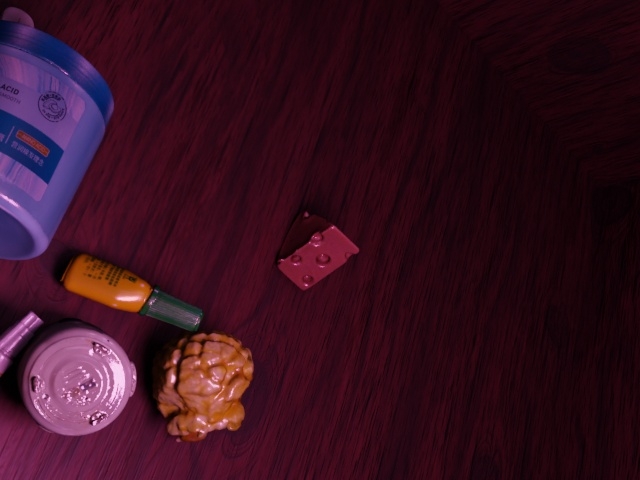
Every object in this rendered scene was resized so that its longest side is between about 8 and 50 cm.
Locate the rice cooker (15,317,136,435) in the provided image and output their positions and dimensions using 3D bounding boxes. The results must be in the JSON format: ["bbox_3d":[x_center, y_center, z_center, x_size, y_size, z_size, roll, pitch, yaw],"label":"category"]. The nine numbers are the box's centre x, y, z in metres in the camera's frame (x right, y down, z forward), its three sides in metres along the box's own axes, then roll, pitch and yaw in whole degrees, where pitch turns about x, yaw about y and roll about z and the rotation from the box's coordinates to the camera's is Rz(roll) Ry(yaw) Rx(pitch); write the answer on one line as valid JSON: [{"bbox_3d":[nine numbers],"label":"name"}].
[{"bbox_3d":[-0.487,0.270,1.775,0.226,0.244,0.226,0,89,-24],"label":"rice cooker"}]

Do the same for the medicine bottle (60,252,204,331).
[{"bbox_3d":[-0.400,0.117,1.930,0.309,0.076,0.111,22,35,-6],"label":"medicine bottle"}]

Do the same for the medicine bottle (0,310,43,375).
[{"bbox_3d":[-0.621,0.223,1.704,0.061,0.092,0.220,41,75,2],"label":"medicine bottle"}]

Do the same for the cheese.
[{"bbox_3d":[-0.014,-0.003,2.398,0.128,0.203,0.177,41,24,-28],"label":"cheese"}]

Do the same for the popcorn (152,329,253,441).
[{"bbox_3d":[-0.260,0.312,1.974,0.224,0.270,0.258,14,29,-15],"label":"popcorn"}]

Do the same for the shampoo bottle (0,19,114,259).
[{"bbox_3d":[-0.612,-0.182,1.713,0.331,0.331,0.342,37,57,-33],"label":"shampoo bottle"}]

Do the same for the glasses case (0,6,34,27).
[{"bbox_3d":[-0.669,-0.412,1.920,0.074,0.049,0.193,29,61,-37],"label":"glasses case"}]
